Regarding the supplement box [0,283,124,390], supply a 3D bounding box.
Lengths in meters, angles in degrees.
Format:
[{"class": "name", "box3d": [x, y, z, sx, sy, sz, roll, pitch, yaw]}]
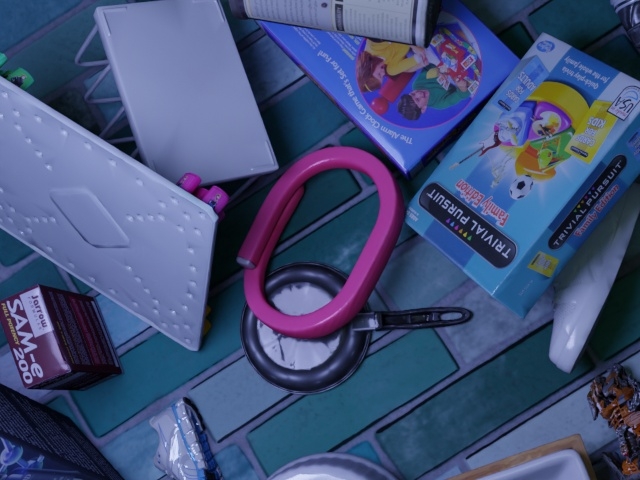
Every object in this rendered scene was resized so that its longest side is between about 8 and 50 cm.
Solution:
[{"class": "supplement box", "box3d": [-0.366, 0.142, 1.769, 0.073, 0.239, 0.130, -24, 80, 4]}]

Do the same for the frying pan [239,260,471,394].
[{"class": "frying pan", "box3d": [0.034, 0.145, 1.814, 0.326, 0.053, 0.197, 17, 85, 13]}]

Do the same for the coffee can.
[{"class": "coffee can", "box3d": [0.030, -0.386, 1.724, 0.275, 0.201, 0.201, 11, 84, 9]}]

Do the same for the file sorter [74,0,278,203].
[{"class": "file sorter", "box3d": [-0.221, -0.185, 1.803, 0.193, 0.173, 0.277, -13, 78, -32]}]

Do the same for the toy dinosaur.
[{"class": "toy dinosaur", "box3d": [0.485, 0.257, 1.633, 0.322, 0.164, 0.218, 44, 103, 32]}]

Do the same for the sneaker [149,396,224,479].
[{"class": "sneaker", "box3d": [-0.197, 0.331, 1.814, 0.083, 0.071, 0.190, -24, 71, 10]}]

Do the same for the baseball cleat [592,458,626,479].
[{"class": "baseball cleat", "box3d": [0.454, 0.339, 1.695, 0.206, 0.109, 0.072, -1, 89, 10]}]

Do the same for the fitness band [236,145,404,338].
[{"class": "fitness band", "box3d": [0.000, 0.000, 1.789, 0.209, 0.054, 0.290, 20, 77, 30]}]

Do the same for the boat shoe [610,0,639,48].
[{"class": "boat shoe", "box3d": [0.589, -0.366, 1.780, 0.335, 0.121, 0.119, -19, 88, 16]}]

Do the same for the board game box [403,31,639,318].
[{"class": "board game box", "box3d": [0.291, -0.097, 1.699, 0.336, 0.079, 0.254, -52, 37, 5]}]

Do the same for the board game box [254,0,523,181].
[{"class": "board game box", "box3d": [0.095, -0.294, 1.846, 0.233, 0.078, 0.347, -43, 79, 1]}]

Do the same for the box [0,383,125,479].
[{"class": "box", "box3d": [-0.489, 0.346, 1.654, 0.212, 0.395, 0.293, 37, 87, 37]}]

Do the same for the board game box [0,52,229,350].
[{"class": "board game box", "box3d": [-0.307, -0.045, 1.731, 0.390, 0.390, 0.050, 32, 59, 10]}]

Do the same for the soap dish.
[{"class": "soap dish", "box3d": [0.288, 0.431, 1.683, 0.229, 0.118, 0.290, -20, 87, 1]}]

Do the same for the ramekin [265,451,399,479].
[{"class": "ramekin", "box3d": [0.008, 0.430, 1.700, 0.277, 0.135, 0.277, -1, 81, 8]}]

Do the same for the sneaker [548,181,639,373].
[{"class": "sneaker", "box3d": [0.336, 0.031, 1.762, 0.169, 0.108, 0.292, 20, 76, 12]}]
